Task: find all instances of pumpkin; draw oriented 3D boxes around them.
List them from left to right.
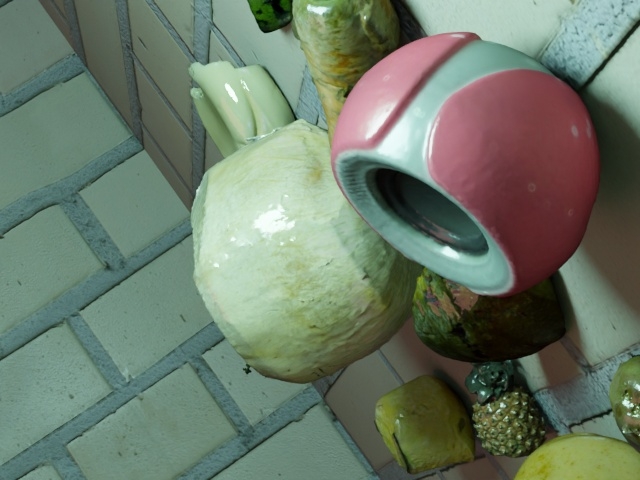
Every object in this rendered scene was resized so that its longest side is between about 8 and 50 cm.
[{"bbox_3d":[0.228,0.096,1.608,0.148,0.169,0.312,43,162,50],"label":"pumpkin"}]

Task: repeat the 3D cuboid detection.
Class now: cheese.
[{"bbox_3d":[-0.151,-0.244,2.209,0.233,0.127,0.266,57,165,-3],"label":"cheese"}]

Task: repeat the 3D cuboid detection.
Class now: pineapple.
[{"bbox_3d":[0.285,0.230,1.897,0.251,0.125,0.125,70,163,-12],"label":"pineapple"}]

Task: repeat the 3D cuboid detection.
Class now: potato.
[{"bbox_3d":[0.419,0.235,1.451,0.172,0.089,0.100,59,164,-6],"label":"potato"}]

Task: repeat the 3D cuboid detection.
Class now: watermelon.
[{"bbox_3d":[-0.095,-0.407,1.811,0.245,0.063,0.119,64,-177,-49],"label":"watermelon"}]

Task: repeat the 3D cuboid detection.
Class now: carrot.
[{"bbox_3d":[0.044,-0.236,1.546,0.138,0.139,0.302,47,161,31],"label":"carrot"}]

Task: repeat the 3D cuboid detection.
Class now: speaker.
[{"bbox_3d":[0.161,-0.076,1.250,0.294,0.294,0.294,51,165,19],"label":"speaker"}]

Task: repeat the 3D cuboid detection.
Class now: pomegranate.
[{"bbox_3d":[0.373,0.406,1.610,0.307,0.307,0.307,51,165,19],"label":"pomegranate"}]

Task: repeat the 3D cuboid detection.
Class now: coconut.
[{"bbox_3d":[0.000,0.000,1.837,0.404,0.404,0.404,51,165,19],"label":"coconut"}]

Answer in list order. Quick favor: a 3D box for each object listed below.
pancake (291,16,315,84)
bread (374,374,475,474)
[{"bbox_3d":[0.042,-0.246,1.727,0.222,0.042,0.236,17,142,59],"label":"pancake"},{"bbox_3d":[0.210,0.368,2.304,0.197,0.170,0.197,158,90,-81],"label":"bread"}]
